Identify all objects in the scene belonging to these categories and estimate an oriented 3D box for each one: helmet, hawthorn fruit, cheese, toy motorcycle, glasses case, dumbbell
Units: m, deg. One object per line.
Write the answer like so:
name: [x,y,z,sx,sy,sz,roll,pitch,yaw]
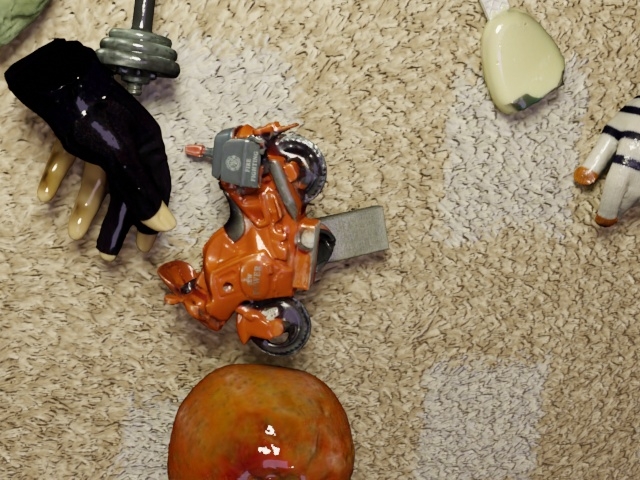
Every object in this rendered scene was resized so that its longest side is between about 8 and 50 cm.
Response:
helmet: [-0.018,0.005,1.089,0.065,0.049,0.084,13,120,-30]
hawthorn fruit: [-0.080,0.320,1.073,0.277,0.298,0.277,-1,95,-11]
cheese: [0.281,-0.322,1.143,0.127,0.054,0.251,-33,112,-7]
toy motorcycle: [-0.109,-0.005,1.027,0.221,0.148,0.325,8,104,8]
glasses case: [0.000,0.000,1.143,0.205,0.047,0.071,-13,100,-15]
dumbbell: [-0.220,-0.311,0.954,0.110,0.110,0.254,7,96,-21]

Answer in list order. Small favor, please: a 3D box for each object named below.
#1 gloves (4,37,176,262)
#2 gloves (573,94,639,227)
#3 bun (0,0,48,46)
gloves: [-0.270,-0.099,0.954,0.152,0.197,0.301,-31,134,-36]
gloves: [0.523,-0.122,1.246,0.140,0.131,0.218,23,88,-21]
bun: [-0.413,-0.326,0.866,0.204,0.126,0.212,42,89,-26]
